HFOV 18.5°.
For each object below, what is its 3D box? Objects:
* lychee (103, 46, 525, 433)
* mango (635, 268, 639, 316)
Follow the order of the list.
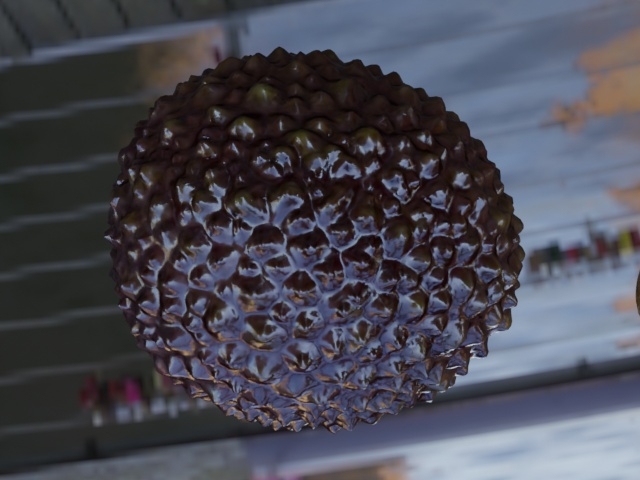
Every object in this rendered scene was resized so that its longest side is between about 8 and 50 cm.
[{"bbox_3d":[0.000,0.000,0.870,0.188,0.188,0.188,-7,159,-3],"label":"lychee"},{"bbox_3d":[0.225,0.035,1.112,0.080,0.060,0.114,22,173,-18],"label":"mango"}]
